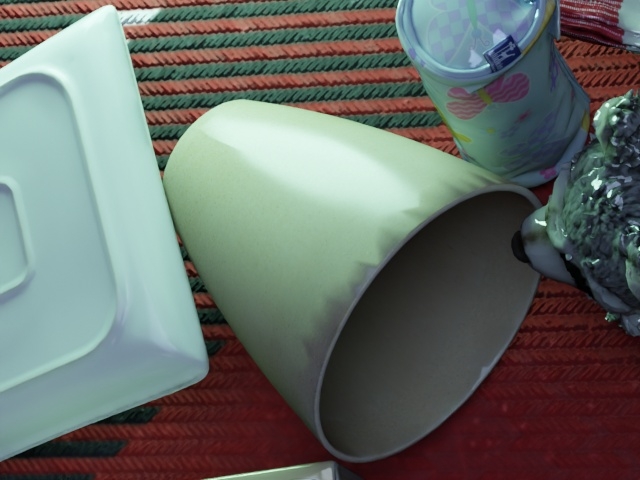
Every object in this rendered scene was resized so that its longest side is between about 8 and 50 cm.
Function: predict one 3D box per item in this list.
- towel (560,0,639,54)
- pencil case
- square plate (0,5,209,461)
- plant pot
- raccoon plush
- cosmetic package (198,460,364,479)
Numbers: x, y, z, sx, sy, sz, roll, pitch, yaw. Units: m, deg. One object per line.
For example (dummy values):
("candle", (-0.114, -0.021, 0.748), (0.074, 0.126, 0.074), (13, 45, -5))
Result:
("towel", (0.323, -0.260, 1.227), (0.329, 0.037, 0.237), (16, 84, 3))
("pencil case", (0.147, -0.136, 1.187), (0.124, 0.273, 0.113), (-36, 66, 2))
("square plate", (-0.283, 0.011, 1.289), (0.344, 0.049, 0.347), (-24, 72, 24))
("plant pot", (0.000, 0.000, 1.212), (0.274, 0.256, 0.256), (37, 85, 32))
("raccoon plush", (0.364, -0.056, 1.111), (0.446, 0.299, 0.216), (-29, 73, 2))
("cosmetic package", (-0.118, 0.262, 1.198), (0.309, 0.160, 0.113), (-8, 74, 7))
